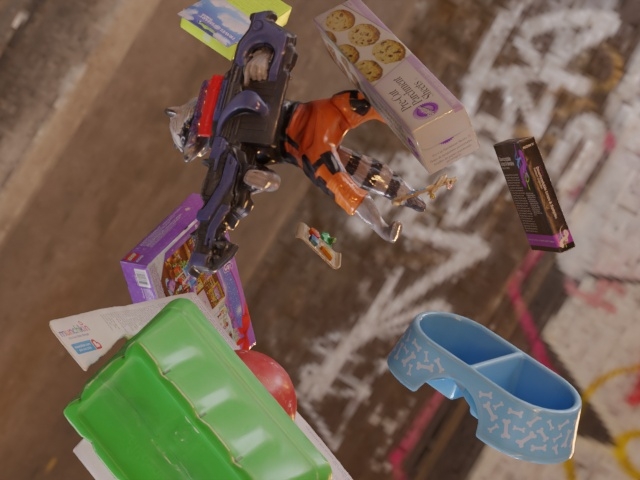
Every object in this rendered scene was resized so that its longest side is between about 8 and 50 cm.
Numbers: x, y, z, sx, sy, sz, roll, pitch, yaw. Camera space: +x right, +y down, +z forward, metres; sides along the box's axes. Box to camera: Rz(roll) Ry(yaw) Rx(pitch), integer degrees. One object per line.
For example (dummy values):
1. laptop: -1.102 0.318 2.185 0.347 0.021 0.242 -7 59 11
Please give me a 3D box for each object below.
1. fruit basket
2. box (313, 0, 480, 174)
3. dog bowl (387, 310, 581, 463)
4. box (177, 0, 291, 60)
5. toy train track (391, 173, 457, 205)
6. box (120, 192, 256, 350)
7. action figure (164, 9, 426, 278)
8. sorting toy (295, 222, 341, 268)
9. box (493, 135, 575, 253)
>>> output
1. fruit basket: -0.099 0.192 1.399 0.165 0.327 0.353 -43 171 8
2. box: 0.080 -0.184 1.576 0.067 0.324 0.063 -29 126 -2
3. dog bowl: 0.229 0.192 1.902 0.166 0.297 0.074 -8 124 -49
4. box: -0.140 -0.356 2.234 0.178 0.109 0.042 -41 160 -44
5. toy train track: 0.118 -0.052 1.552 0.083 0.014 0.048 -19 162 -22
6. box: -0.203 0.101 2.194 0.201 0.057 0.293 -48 136 -44
7. action figure: -0.042 -0.084 1.695 0.178 0.330 0.341 62 47 -72
8. sorting toy: 0.000 0.000 1.589 0.012 0.062 0.083 -49 -171 14
9. box: 0.292 -0.063 1.904 0.029 0.162 0.116 -24 -174 -8
